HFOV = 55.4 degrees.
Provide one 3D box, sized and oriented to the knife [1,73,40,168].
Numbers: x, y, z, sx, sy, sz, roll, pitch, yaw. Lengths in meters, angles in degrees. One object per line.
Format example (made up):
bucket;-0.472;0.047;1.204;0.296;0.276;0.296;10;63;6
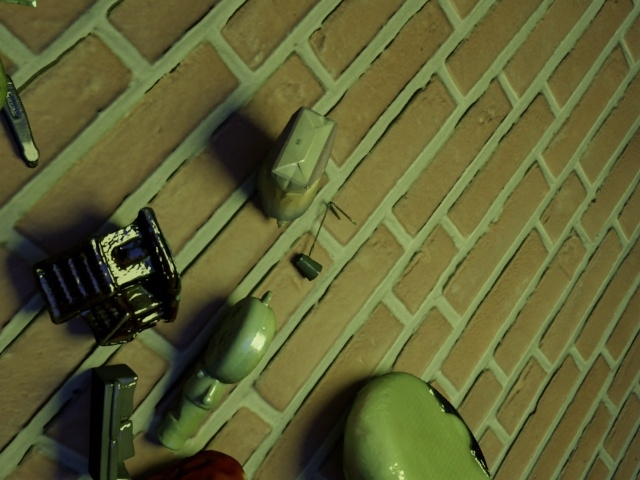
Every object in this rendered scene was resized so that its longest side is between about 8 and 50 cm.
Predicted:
knife;-0.364;-0.143;0.724;0.031;0.018;0.121;-29;111;-35

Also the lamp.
lamp;-0.001;0.001;0.971;0.054;0.041;0.121;41;77;-21

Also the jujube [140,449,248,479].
jujube;-0.195;0.384;0.814;0.230;0.155;0.155;-19;106;-31

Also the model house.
model house;-0.262;0.060;0.761;0.152;0.106;0.165;-27;105;-30

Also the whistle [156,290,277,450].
whistle;-0.138;0.180;0.856;0.067;0.126;0.258;36;89;-17

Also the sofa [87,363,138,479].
sofa;-0.263;0.243;0.794;0.060;0.085;0.147;2;94;-30

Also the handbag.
handbag;-0.042;-0.098;0.863;0.095;0.173;0.117;26;69;-3

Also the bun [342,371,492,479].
bun;0.133;0.375;0.998;0.293;0.293;0.187;23;124;-33

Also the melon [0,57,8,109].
melon;-0.412;-0.191;0.615;0.192;0.139;0.139;46;71;-31

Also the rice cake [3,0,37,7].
rice cake;-0.325;-0.438;0.690;0.066;0.063;0.336;11;90;-30
